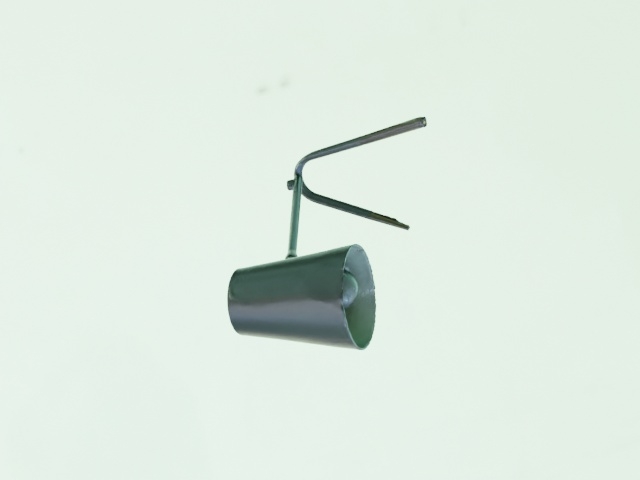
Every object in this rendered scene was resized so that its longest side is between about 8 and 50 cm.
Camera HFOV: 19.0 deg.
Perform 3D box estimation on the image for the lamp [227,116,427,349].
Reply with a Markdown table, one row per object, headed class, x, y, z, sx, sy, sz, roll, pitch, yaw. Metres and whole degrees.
| class | x | y | z | sx | sy | sz | roll | pitch | yaw |
| --- | --- | --- | --- | --- | --- | --- | --- | --- | --- |
| lamp | -0.001 | 0.000 | 0.622 | 0.054 | 0.121 | 0.041 | -4 | 113 | 19 |
